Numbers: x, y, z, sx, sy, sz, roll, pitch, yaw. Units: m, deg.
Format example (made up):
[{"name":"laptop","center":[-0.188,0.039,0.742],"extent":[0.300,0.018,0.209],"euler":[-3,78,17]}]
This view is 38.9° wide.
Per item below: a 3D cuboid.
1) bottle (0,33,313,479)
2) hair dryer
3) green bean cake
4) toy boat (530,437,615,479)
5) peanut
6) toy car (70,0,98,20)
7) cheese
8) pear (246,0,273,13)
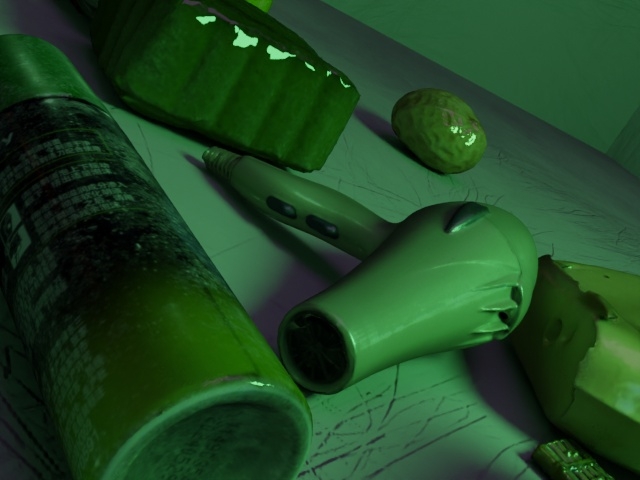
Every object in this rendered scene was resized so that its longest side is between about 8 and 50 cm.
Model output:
[{"name":"bottle","center":[-0.118,-0.002,0.451],"extent":[0.093,0.093,0.330],"euler":[16,24,-41]},{"name":"hair dryer","center":[0.010,0.017,0.655],"extent":[0.298,0.119,0.296],"euler":[17,20,7]},{"name":"green bean cake","center":[-0.104,-0.178,0.905],"extent":[0.248,0.125,0.222],"euler":[22,18,-33]},{"name":"toy boat","center":[0.197,0.178,0.609],"extent":[0.063,0.016,0.115],"euler":[7,30,-52]},{"name":"peanut","center":[0.179,-0.166,1.348],"extent":[0.140,0.109,0.159],"euler":[-13,41,-46]},{"name":"toy car","center":[-0.255,-0.281,1.021],"extent":[0.186,0.058,0.093],"euler":[50,-10,37]},{"name":"cheese","center":[0.312,0.130,0.762],"extent":[0.315,0.128,0.259],"euler":[21,23,-11]},{"name":"pear","center":[-0.135,-0.326,1.092],"extent":[0.187,0.220,0.187],"euler":[31,15,-9]}]
